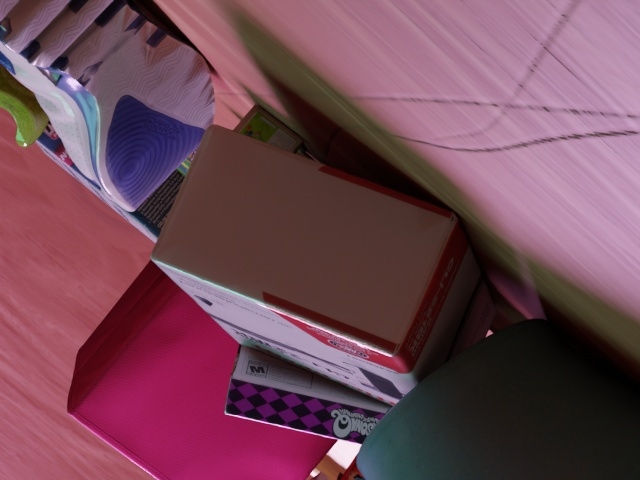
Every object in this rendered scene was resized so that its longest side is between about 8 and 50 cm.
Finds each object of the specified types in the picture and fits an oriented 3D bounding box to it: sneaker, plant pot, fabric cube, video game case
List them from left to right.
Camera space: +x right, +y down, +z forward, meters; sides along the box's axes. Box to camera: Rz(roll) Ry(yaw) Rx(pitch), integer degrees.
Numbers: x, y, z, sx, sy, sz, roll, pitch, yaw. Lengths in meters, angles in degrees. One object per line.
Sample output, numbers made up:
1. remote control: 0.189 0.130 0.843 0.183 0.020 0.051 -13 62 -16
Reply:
1. sneaker: -0.211 -0.176 1.550 0.182 0.127 0.315 40 169 36
2. fabric cube: -0.099 0.128 2.178 0.254 0.258 0.259 37 -172 -11
3. video game case: 0.043 0.115 1.682 0.232 0.041 0.210 13 -160 -2
4. plant pot: 0.167 0.208 1.432 0.255 0.272 0.271 52 179 19

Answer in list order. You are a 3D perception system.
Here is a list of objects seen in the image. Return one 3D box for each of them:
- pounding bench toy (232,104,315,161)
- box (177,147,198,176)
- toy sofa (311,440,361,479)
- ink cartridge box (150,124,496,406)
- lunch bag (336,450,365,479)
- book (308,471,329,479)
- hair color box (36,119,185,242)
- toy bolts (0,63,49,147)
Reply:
1. pounding bench toy: -0.031 -0.057 1.589 0.083 0.052 0.065 37 175 19
2. box: -0.133 -0.089 2.087 0.105 0.043 0.179 34 174 47
3. toy sofa: 0.146 0.284 2.295 0.362 0.150 0.177 40 -147 -8
4. ink cartridge box: 0.012 0.033 1.486 0.197 0.114 0.273 21 170 16
5. lunch bag: 0.164 0.289 2.028 0.293 0.258 0.120 35 174 34
6. book: 0.029 0.319 2.090 0.144 0.035 0.096 54 -169 0
7. hair color box: -0.193 -0.058 2.408 0.347 0.105 0.174 38 174 8
8. toy bolts: -0.279 -0.231 1.683 0.228 0.158 0.218 31 -140 -30
